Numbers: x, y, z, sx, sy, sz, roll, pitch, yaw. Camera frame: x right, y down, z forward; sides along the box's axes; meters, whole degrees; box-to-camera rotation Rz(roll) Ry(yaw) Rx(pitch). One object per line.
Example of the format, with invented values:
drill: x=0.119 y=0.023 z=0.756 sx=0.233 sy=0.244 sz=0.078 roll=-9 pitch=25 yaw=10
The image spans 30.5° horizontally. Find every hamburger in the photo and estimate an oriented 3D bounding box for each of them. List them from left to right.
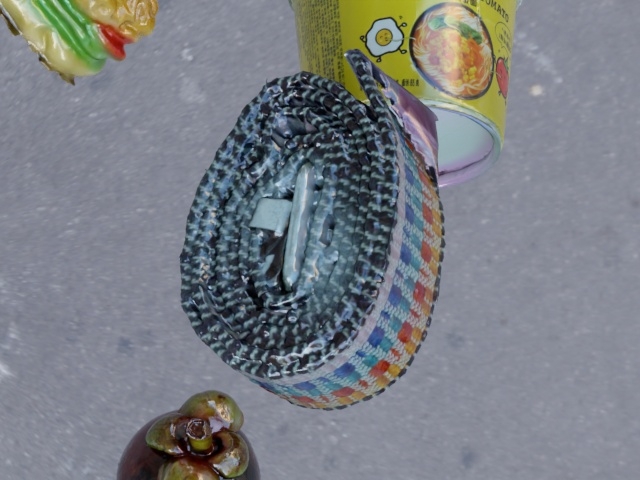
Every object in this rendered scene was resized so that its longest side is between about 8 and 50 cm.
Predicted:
hamburger: x=-0.278 y=-0.308 z=1.332 sx=0.149 sy=0.237 sz=0.237 roll=-31 pitch=103 yaw=14

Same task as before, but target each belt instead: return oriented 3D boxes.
belt: x=0.000 y=0.000 z=1.047 sx=0.160 sy=0.206 sz=0.295 roll=44 pitch=45 yaw=-57

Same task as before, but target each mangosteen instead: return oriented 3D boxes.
mangosteen: x=-0.147 y=0.266 z=1.353 sx=0.199 sy=0.200 sz=0.200 roll=1 pitch=88 yaw=-23

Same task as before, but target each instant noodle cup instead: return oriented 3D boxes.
instant noodle cup: x=0.110 y=-0.227 z=1.530 sx=0.325 sy=0.325 sz=0.254 roll=13 pitch=64 yaw=-22
